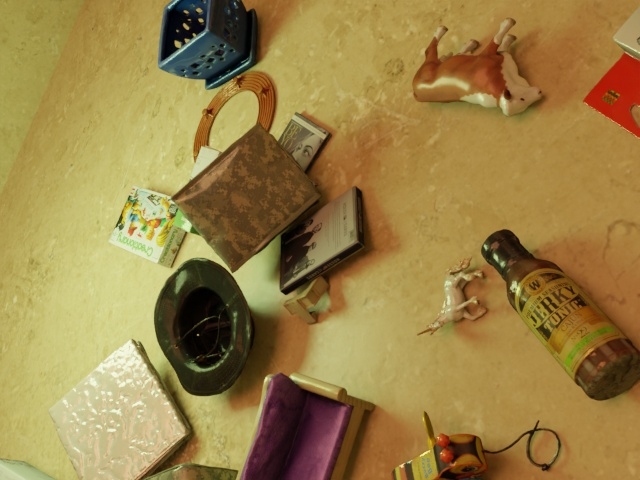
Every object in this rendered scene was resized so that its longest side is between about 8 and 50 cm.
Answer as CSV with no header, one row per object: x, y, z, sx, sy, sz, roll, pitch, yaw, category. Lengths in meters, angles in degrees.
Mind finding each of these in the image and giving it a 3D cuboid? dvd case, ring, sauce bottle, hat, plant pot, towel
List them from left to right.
-0.508,0.461,2.000,0.317,0.053,0.332,-42,58,5,towel
-0.314,-0.591,2.309,0.236,0.212,0.235,-22,55,36,plant pot
-0.243,0.201,1.895,0.331,0.134,0.331,-2,87,39,hat
-0.256,-0.331,2.256,0.337,0.032,0.336,-21,56,36,ring
-0.077,-0.206,2.021,0.221,0.018,0.164,-57,42,7,dvd case
0.000,0.000,1.806,0.239,0.030,0.179,-32,38,29,dvd case
0.385,0.110,1.328,0.111,0.111,0.344,-50,43,14,sauce bottle

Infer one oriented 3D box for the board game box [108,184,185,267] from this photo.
-0.497,-0.046,2.334,0.305,0.053,0.192,16,82,48,board game box

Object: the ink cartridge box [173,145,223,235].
-0.256,-0.112,2.032,0.093,0.160,0.219,21,92,49,ink cartridge box

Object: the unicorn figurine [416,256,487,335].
0.255,0.116,1.503,0.111,0.060,0.161,-19,41,38,unicorn figurine

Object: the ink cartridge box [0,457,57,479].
-0.864,0.778,2.226,0.310,0.130,0.271,5,75,46,ink cartridge box

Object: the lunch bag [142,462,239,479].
-0.289,0.633,1.661,0.305,0.213,0.255,-30,51,33,lunch bag

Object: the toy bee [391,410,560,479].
0.216,0.362,1.333,0.298,0.162,0.195,-49,42,15,toy bee

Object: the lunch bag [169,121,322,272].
-0.167,-0.105,1.876,0.287,0.235,0.169,-40,2,2,lunch bag

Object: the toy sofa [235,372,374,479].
-0.049,0.448,1.543,0.150,0.177,0.362,8,75,47,toy sofa

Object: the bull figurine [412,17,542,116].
0.321,-0.349,1.636,0.310,0.101,0.188,13,76,45,bull figurine

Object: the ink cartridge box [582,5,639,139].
0.602,-0.285,1.352,0.239,0.060,0.275,-50,43,12,ink cartridge box

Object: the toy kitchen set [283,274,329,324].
-0.022,0.136,1.782,0.083,0.068,0.075,-26,20,45,toy kitchen set
